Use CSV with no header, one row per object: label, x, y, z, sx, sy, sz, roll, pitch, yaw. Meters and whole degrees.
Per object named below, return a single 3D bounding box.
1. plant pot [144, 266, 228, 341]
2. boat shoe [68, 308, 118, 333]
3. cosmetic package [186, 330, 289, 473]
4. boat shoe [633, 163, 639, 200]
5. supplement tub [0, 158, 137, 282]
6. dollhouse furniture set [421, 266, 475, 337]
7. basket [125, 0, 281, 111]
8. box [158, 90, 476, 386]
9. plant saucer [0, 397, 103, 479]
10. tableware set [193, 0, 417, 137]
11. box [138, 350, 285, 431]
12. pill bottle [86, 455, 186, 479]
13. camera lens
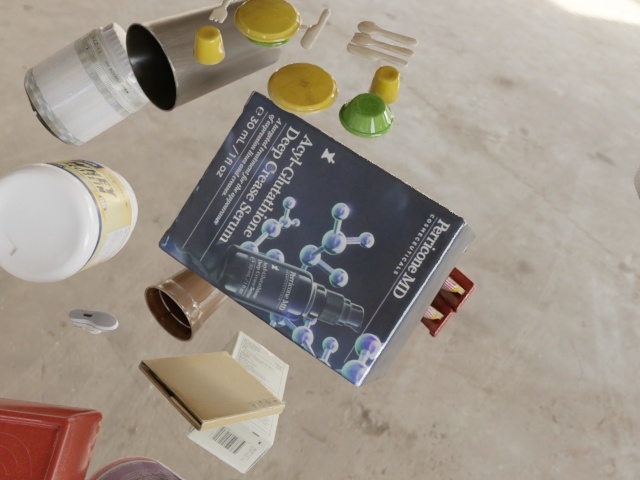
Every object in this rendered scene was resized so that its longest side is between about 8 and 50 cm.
plant pot,-0.316,0.136,1.976,0.167,0.167,0.165,36,53,19
boat shoe,-0.404,0.150,1.434,0.100,0.035,0.035,7,39,17
cosmetic package,-0.179,0.358,1.817,0.160,0.113,0.309,37,20,-10
boat shoe,0.346,-0.015,0.706,0.095,0.084,0.258,2,44,-9
supplement tub,-0.515,-0.049,1.629,0.228,0.228,0.316,23,10,2
dollhouse furniture set,0.158,0.032,1.837,0.201,0.152,0.374,34,8,-45
basket,-0.198,-0.337,1.403,0.227,0.154,0.204,-26,26,-25
box,0.000,0.000,1.288,0.395,0.293,0.212,33,3,15
plant saucer,-0.471,0.347,1.143,0.258,0.048,0.259,4,61,12
tableware set,-0.014,-0.123,0.560,0.154,0.024,0.104,19,56,7
box,-0.177,0.242,1.322,0.164,0.021,0.201,36,18,32
pill bottle,-0.238,0.421,1.131,0.181,0.182,0.323,2,-4,-26
camera lens,-0.569,-0.382,1.981,0.274,0.219,0.219,-30,48,4
